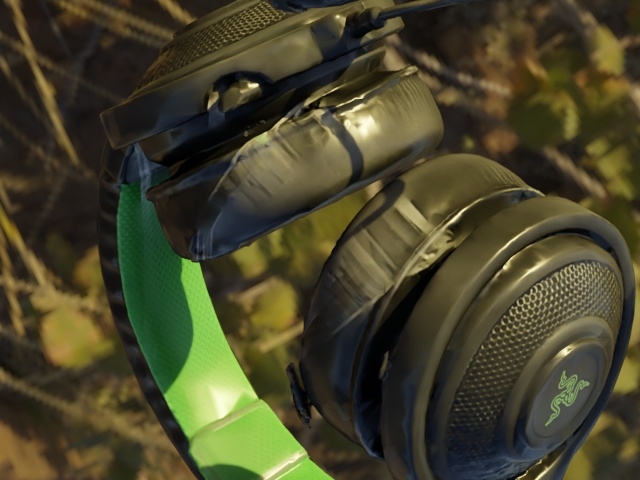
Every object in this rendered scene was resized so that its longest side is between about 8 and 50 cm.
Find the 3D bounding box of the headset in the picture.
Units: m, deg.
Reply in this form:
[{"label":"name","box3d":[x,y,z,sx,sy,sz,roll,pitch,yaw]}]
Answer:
[{"label":"headset","box3d":[0.000,0.000,0.757,0.185,0.243,0.394,-27,156,-37]}]
